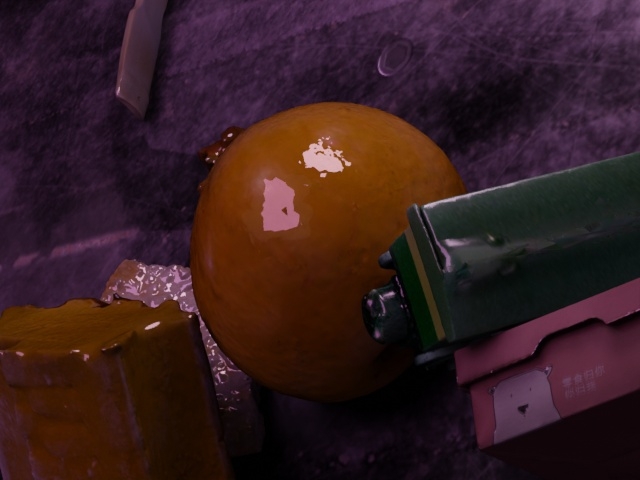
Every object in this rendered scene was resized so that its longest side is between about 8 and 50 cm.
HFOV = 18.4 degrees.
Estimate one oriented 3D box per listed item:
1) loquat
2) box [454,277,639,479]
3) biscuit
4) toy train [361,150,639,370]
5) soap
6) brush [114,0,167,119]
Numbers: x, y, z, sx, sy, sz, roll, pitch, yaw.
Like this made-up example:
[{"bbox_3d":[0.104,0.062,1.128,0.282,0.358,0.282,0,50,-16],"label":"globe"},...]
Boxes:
[{"bbox_3d":[0.000,0.000,1.791,0.275,0.275,0.274,-25,48,30],"label":"loquat"},{"bbox_3d":[0.249,0.117,1.513,0.215,0.215,0.086,-25,56,30],"label":"box"},{"bbox_3d":[-0.126,0.111,1.954,0.188,0.040,0.265,-25,57,-11],"label":"biscuit"},{"bbox_3d":[0.186,0.016,1.599,0.202,0.301,0.120,135,120,-70],"label":"toy train"},{"bbox_3d":[-0.204,0.201,1.846,0.259,0.281,0.143,-1,21,44],"label":"soap"},{"bbox_3d":[-0.190,-0.291,2.351,0.050,0.060,0.321,-9,56,27],"label":"brush"}]
